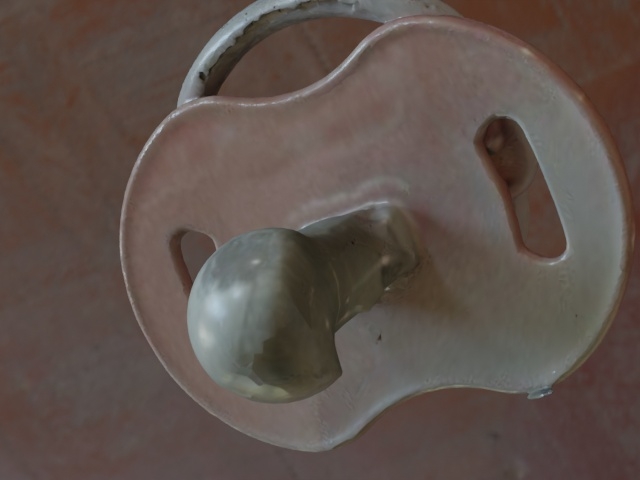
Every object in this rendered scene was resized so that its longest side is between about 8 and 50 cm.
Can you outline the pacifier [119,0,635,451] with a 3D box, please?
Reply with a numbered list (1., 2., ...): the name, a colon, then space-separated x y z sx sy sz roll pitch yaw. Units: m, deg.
1. pacifier: 0.017 0.007 1.104 0.332 0.273 0.220 -19 135 26
